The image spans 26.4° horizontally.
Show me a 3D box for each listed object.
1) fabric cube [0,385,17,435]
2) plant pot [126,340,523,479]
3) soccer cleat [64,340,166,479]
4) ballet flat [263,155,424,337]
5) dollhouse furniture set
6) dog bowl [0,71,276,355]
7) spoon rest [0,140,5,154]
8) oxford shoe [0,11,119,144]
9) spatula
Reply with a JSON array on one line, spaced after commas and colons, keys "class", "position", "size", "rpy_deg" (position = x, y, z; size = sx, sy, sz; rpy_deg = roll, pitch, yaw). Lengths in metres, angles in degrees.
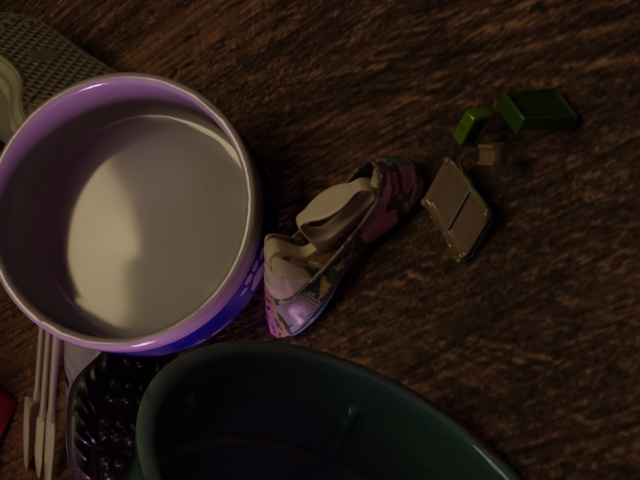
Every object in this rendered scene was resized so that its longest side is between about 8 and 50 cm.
[{"class": "fabric cube", "position": [-0.571, 0.222, 1.617], "size": [0.254, 0.258, 0.259], "rpy_deg": [21, 83, 49]}, {"class": "plant pot", "position": [-0.037, 0.308, 0.985], "size": [0.334, 0.341, 0.341], "rpy_deg": [-61, 40, 25]}, {"class": "soccer cleat", "position": [-0.222, 0.120, 1.422], "size": [0.116, 0.109, 0.318], "rpy_deg": [-37, 48, 51]}, {"class": "ballet flat", "position": [0.000, 0.000, 1.224], "size": [0.221, 0.079, 0.077], "rpy_deg": [-47, 47, 27]}, {"class": "dollhouse furniture set", "position": [0.147, -0.059, 1.125], "size": [0.076, 0.059, 0.151], "rpy_deg": [58, 139, 34]}, {"class": "dog bowl", "position": [-0.179, -0.021, 1.311], "size": [0.265, 0.104, 0.264], "rpy_deg": [-2, 79, 10]}, {"class": "spoon rest", "position": [-0.373, -0.050, 1.660], "size": [0.137, 0.084, 0.276], "rpy_deg": [-54, 42, 20]}, {"class": "oxford shoe", "position": [-0.301, -0.134, 1.571], "size": [0.449, 0.169, 0.130], "rpy_deg": [40, 130, 45]}, {"class": "spatula", "position": [-0.304, 0.147, 1.492], "size": [0.168, 0.019, 0.242], "rpy_deg": [-162, 75, -72]}]
